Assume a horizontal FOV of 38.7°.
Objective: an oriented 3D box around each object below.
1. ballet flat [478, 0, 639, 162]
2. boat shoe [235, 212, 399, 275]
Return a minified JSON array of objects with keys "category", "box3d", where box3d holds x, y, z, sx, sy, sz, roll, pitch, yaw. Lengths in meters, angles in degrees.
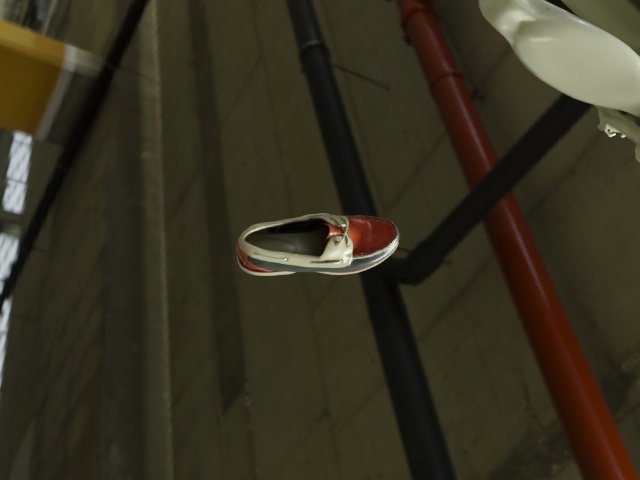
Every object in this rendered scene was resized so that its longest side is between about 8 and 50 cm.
[{"category":"ballet flat","box3d":[0.103,-0.191,0.506,0.147,0.409,0.147,-49,-168,15]},{"category":"boat shoe","box3d":[0.000,0.000,0.730,0.043,0.137,0.049,105,-24,-63]}]
